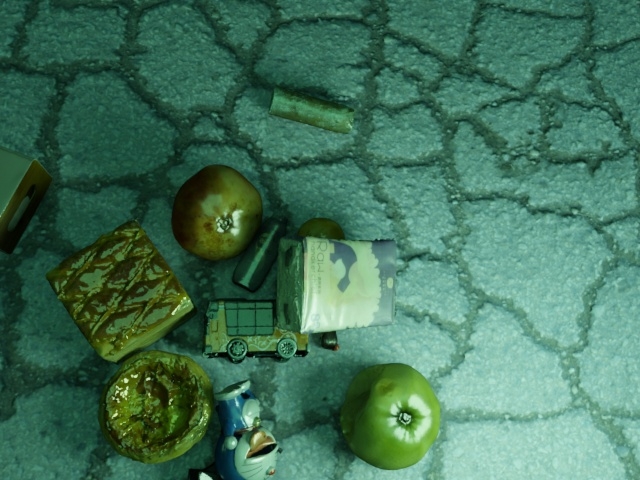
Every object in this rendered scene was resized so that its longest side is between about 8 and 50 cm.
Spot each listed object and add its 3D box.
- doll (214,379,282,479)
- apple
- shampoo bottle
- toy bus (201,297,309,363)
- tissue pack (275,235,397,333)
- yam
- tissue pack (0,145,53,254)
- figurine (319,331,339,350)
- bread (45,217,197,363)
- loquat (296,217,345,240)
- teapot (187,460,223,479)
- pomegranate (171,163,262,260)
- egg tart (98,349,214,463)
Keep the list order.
[{"bbox_3d":[-0.188,0.482,1.618,0.161,0.215,0.257,-11,90,22],"label":"doll"},{"bbox_3d":[0.180,0.447,1.638,0.279,0.279,0.279,2,75,-6],"label":"apple"},{"bbox_3d":[-0.162,0.030,1.809,0.087,0.049,0.234,28,74,0],"label":"shampoo bottle"},{"bbox_3d":[-0.174,0.237,1.708,0.275,0.138,0.167,-1,74,-8],"label":"toy bus"},{"bbox_3d":[0.047,0.110,1.669,0.343,0.125,0.242,2,90,-42],"label":"tissue pack"},{"bbox_3d":[-0.027,-0.385,1.915,0.259,0.093,0.093,15,74,-2],"label":"yam"},{"bbox_3d":[-0.855,-0.112,1.720,0.136,0.159,0.246,23,75,2],"label":"tissue pack"},{"bbox_3d":[0.025,0.250,1.775,0.060,0.047,0.106,19,61,-38],"label":"figurine"},{"bbox_3d":[-0.504,0.137,1.664,0.279,0.207,0.279,-31,81,-14],"label":"bread"},{"bbox_3d":[0.000,0.000,1.793,0.141,0.141,0.141,2,75,-6],"label":"loquat"},{"bbox_3d":[-0.278,0.638,1.621,0.096,0.087,0.177,9,73,-27],"label":"teapot"},{"bbox_3d":[-0.282,-0.082,1.741,0.229,0.270,0.252,19,106,-26],"label":"pomegranate"},{"bbox_3d":[-0.411,0.420,1.638,0.290,0.115,0.290,0,70,-1],"label":"egg tart"}]
